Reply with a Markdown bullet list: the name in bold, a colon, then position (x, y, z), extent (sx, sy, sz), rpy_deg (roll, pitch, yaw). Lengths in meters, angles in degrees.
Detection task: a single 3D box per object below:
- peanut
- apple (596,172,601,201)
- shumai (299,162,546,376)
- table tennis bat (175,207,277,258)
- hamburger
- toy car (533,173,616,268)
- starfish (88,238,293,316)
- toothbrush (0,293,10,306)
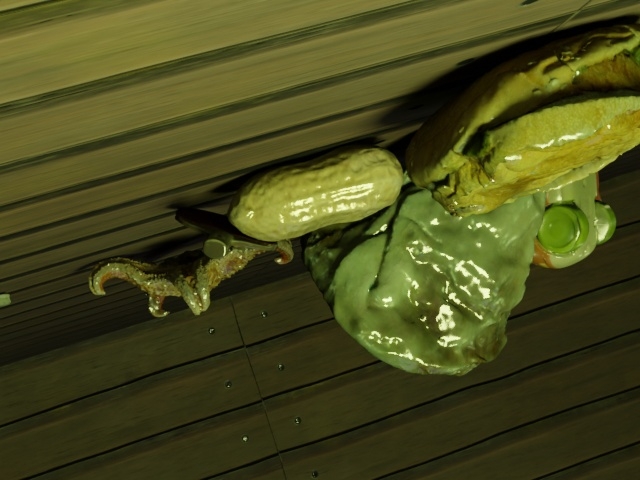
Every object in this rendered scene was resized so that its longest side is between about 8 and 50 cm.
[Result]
- **peanut**: position (-0.007, -0.057, 1.358), extent (0.214, 0.090, 0.098), rpy_deg (-15, -157, -14)
- **apple**: position (0.367, -0.091, 1.910), extent (0.199, 0.199, 0.199), rpy_deg (-18, 175, -2)
- **shumai**: position (0.150, -0.016, 1.442), extent (0.263, 0.309, 0.304), rpy_deg (-57, 176, 26)
- **table tennis bat**: position (-0.113, -0.008, 1.371), extent (0.131, 0.022, 0.234), rpy_deg (18, -171, -3)
- **hamburger**: position (0.221, -0.124, 1.180), extent (0.265, 0.134, 0.285), rpy_deg (-13, 167, -25)
- **toy car**: position (0.277, -0.072, 1.584), extent (0.235, 0.235, 0.145), rpy_deg (-21, 173, 33)
- **starfish**: position (-0.193, 0.048, 1.733), extent (0.312, 0.113, 0.303), rpy_deg (-18, -178, -34)
- **toothbrush**: position (-0.517, 0.095, 1.622), extent (0.014, 0.017, 0.194), rpy_deg (-29, 167, 37)
